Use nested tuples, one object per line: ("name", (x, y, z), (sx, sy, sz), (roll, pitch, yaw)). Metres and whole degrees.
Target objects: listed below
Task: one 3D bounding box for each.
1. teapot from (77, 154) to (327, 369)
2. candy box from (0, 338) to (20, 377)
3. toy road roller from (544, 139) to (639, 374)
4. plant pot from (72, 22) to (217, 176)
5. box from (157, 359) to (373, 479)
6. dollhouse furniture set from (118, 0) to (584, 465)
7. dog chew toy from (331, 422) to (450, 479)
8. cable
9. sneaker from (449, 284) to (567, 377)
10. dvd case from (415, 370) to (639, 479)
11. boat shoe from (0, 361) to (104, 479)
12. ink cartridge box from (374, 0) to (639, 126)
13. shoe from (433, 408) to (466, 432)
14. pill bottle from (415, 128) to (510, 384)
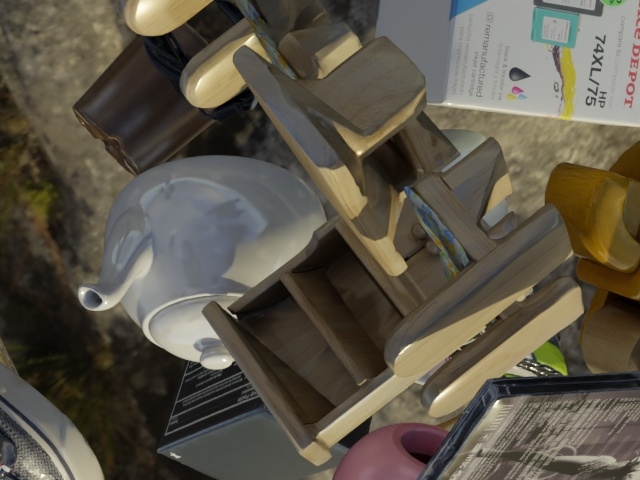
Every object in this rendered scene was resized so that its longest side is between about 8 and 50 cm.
("teapot", (-0.102, 0.046, 1.333), (0.256, 0.187, 0.252), (-4, 151, -1))
("candy box", (-0.411, 0.149, 1.521), (0.316, 0.087, 0.183), (46, 160, 49))
("toy road roller", (0.397, 0.027, 1.659), (0.241, 0.202, 0.329), (17, 94, -18))
("plant pot", (-0.206, -0.174, 1.603), (0.167, 0.167, 0.165), (44, 80, 3))
("box", (-0.057, 0.180, 1.854), (0.183, 0.294, 0.296), (31, 146, -23))
("dollhouse furniture set", (0.000, 0.000, 1.036), (0.256, 0.394, 0.362), (-38, 64, 0))
("dog chew toy", (0.089, 0.391, 1.580), (0.207, 0.206, 0.332), (24, 112, 15))
("cable", (-0.104, -0.201, 1.333), (0.150, 0.047, 0.184), (-6, 133, 24))
("sneaker", (0.191, 0.078, 1.502), (0.111, 0.121, 0.300), (-13, 149, 30))
("dvd case", (0.155, 0.131, 0.764), (0.164, 0.221, 0.018), (-63, 38, 39))
("boat shoe", (-0.279, 0.140, 0.853), (0.127, 0.158, 0.340), (-3, 136, 33))
("ink cartridge box", (0.227, -0.246, 1.503), (0.197, 0.270, 0.198), (-159, 73, -65))
("shoe", (0.224, 0.281, 1.894), (0.219, 0.076, 0.058), (-26, 57, 13))
("pill bottle", (0.159, 0.019, 1.634), (0.169, 0.169, 0.301), (2, 111, 25))
